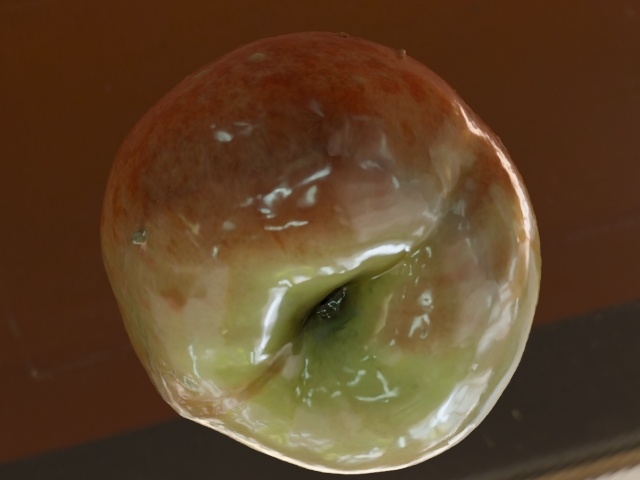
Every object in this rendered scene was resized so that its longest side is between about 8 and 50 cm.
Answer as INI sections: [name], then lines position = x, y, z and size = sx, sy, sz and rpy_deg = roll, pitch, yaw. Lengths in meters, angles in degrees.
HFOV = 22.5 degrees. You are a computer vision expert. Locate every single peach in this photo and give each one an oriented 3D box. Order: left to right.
[peach]
position = 0.000, 0.000, 0.788
size = 0.233, 0.232, 0.232
rpy_deg = -7, 121, -12
